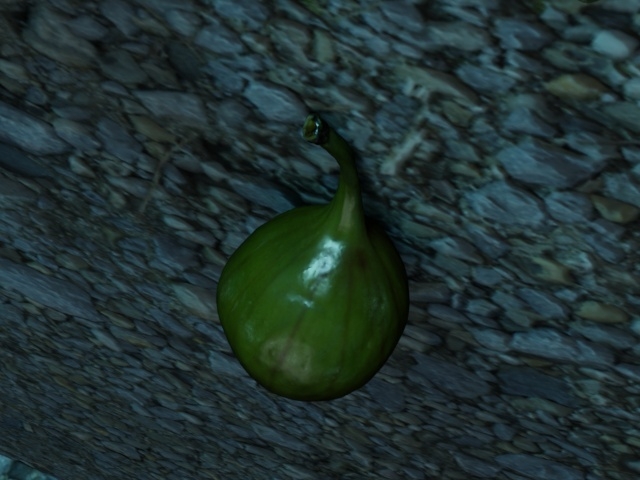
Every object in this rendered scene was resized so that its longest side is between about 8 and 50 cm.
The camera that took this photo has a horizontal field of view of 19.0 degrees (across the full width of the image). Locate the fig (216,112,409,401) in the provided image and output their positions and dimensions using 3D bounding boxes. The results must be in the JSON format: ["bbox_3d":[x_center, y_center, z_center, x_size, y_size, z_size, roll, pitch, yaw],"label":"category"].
[{"bbox_3d":[0.000,0.000,1.181,0.124,0.124,0.236,19,137,11],"label":"fig"}]

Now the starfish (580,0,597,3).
[{"bbox_3d":[0.180,-0.166,0.497,0.347,0.078,0.358,20,150,22],"label":"starfish"}]
